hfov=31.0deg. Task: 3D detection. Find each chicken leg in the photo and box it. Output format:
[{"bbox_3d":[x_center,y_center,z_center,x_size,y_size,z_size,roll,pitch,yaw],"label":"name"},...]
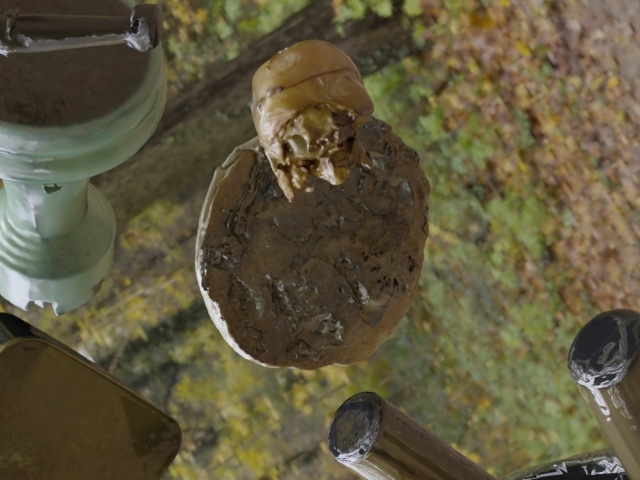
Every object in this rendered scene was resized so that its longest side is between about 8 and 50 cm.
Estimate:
[{"bbox_3d":[-0.006,-0.088,0.850,0.207,0.085,0.101,-96,-15,-88],"label":"chicken leg"}]

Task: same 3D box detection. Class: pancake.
[{"bbox_3d":[0.000,0.001,1.159,0.049,0.282,0.282,4,129,59],"label":"pancake"}]

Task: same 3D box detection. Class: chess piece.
[{"bbox_3d":[-0.235,-0.064,0.991,0.194,0.194,0.299,58,154,27],"label":"chess piece"}]

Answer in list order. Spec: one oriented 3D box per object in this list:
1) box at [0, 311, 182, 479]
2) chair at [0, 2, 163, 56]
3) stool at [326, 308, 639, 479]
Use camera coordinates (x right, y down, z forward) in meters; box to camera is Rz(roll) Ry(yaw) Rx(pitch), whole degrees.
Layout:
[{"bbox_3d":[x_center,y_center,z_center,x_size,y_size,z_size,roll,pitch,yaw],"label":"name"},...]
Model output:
[{"bbox_3d":[-0.236,0.162,0.988,0.201,0.144,0.090,38,174,-35],"label":"box"},{"bbox_3d":[-0.329,0.023,0.501,0.362,0.410,0.365,-42,-38,-84],"label":"chair"},{"bbox_3d":[0.153,0.241,0.770,0.226,0.310,0.310,36,-135,-31],"label":"stool"}]
